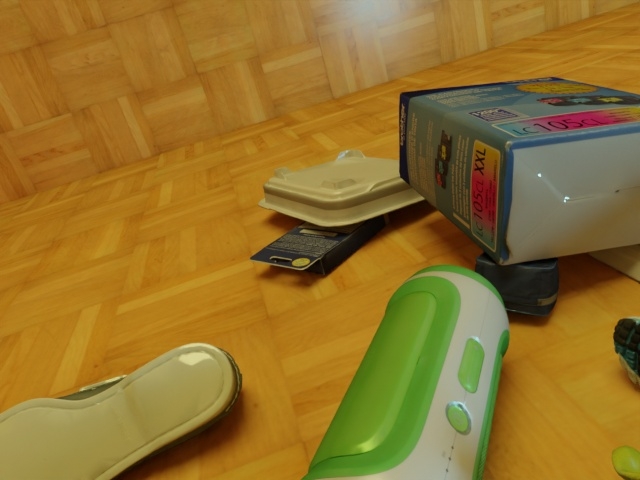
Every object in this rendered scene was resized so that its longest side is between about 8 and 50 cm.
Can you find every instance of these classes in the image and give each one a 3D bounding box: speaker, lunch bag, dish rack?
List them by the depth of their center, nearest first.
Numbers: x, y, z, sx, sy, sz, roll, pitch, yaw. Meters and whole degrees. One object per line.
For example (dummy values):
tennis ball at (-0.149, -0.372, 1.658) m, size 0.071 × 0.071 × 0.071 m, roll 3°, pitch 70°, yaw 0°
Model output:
speaker at (0.080, 0.143, 0.423) m, size 0.131 × 0.131 × 0.296 m, roll -2°, pitch 28°, yaw 28°
lunch bag at (0.224, 0.051, 0.595) m, size 0.099 × 0.065 × 0.067 m, roll 7°, pitch 15°, yaw 34°
dish rack at (0.052, -0.116, 0.993) m, size 0.286 × 0.072 × 0.333 m, roll -18°, pitch 21°, yaw -26°

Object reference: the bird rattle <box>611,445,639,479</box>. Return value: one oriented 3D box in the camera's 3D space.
bird rattle at (0.203, 0.189, 0.246) m, size 0.254 × 0.143 × 0.207 m, roll -32°, pitch 36°, yaw -27°

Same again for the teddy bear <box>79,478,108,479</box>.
teddy bear at (-0.084, 0.221, 0.184) m, size 0.245 × 0.113 × 0.338 m, roll -33°, pitch 36°, yaw -21°

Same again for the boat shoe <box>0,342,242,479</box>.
boat shoe at (-0.232, 0.208, 0.554) m, size 0.320 × 0.116 × 0.099 m, roll -24°, pitch -18°, yaw -1°

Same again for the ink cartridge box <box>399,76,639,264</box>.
ink cartridge box at (0.276, -0.130, 0.713) m, size 0.270 × 0.151 × 0.395 m, roll -8°, pitch 24°, yaw -8°

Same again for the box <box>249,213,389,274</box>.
box at (0.000, 0.000, 0.875) m, size 0.136 × 0.036 × 0.225 m, roll 8°, pitch 31°, yaw 42°

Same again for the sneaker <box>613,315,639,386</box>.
sneaker at (0.341, 0.112, 0.410) m, size 0.083 × 0.071 × 0.191 m, roll -22°, pitch 33°, yaw -27°

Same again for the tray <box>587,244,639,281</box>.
tray at (0.443, 0.029, 0.551) m, size 0.145 × 0.030 × 0.270 m, roll -21°, pitch 25°, yaw -7°
